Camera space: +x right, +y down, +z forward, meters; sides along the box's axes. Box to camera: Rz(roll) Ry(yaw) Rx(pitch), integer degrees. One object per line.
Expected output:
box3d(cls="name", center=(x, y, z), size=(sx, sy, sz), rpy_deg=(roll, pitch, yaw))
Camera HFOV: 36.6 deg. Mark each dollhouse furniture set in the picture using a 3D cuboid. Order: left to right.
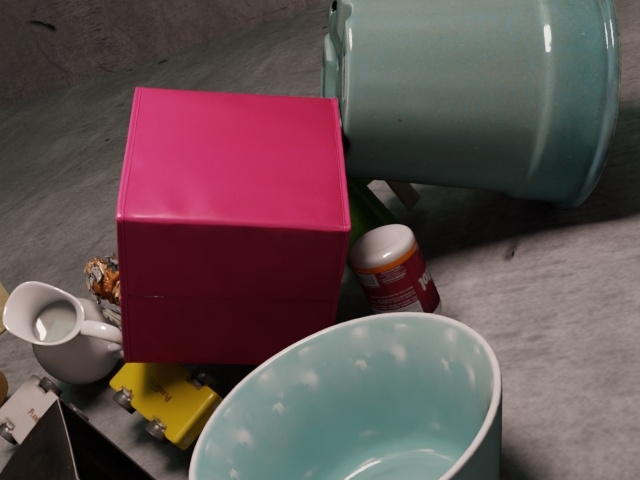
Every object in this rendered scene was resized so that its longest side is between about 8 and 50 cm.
box3d(cls="dollhouse furniture set", center=(0.000, 0.000, 1.519), size=(0.301, 0.151, 0.197), rpy_deg=(-39, 3, 26))

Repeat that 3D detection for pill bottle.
box3d(cls="pill bottle", center=(0.100, 0.063, 1.211), size=(0.086, 0.152, 0.086), rpy_deg=(-20, 26, 10))

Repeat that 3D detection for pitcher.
box3d(cls="pitcher", center=(-0.343, 0.145, 1.413), size=(0.178, 0.207, 0.125), rpy_deg=(17, 70, 12))

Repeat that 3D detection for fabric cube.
box3d(cls="fabric cube", center=(-0.111, -0.015, 1.216), size=(0.258, 0.259, 0.254), rpy_deg=(2, 43, -7))

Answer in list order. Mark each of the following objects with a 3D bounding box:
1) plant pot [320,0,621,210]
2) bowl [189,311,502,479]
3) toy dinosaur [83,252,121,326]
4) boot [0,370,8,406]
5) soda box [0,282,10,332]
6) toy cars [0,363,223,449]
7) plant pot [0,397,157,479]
box3d(cls="plant pot", center=(0.179, -0.210, 1.315), size=(0.334, 0.341, 0.341), rpy_deg=(-1, 25, -8))
box3d(cls="bowl", center=(0.049, 0.226, 0.938), size=(0.312, 0.163, 0.311), rpy_deg=(-21, 26, 11))
box3d(cls="toy dinosaur", center=(-0.179, 0.097, 1.376), size=(0.218, 0.322, 0.164), rpy_deg=(-36, -15, -50))
box3d(cls="boot", center=(-0.636, 0.282, 1.521), size=(0.203, 0.095, 0.262), rpy_deg=(5, 43, 48))
box3d(cls="soda box", center=(-0.628, 0.084, 1.777), size=(0.058, 0.181, 0.061), rpy_deg=(4, 38, 44))
box3d(cls="toy cars", center=(-0.277, 0.238, 1.294), size=(0.394, 0.087, 0.176), rpy_deg=(-17, 42, 25))
box3d(cls="plant pot", center=(-0.269, 0.320, 1.041), size=(0.167, 0.187, 0.188), rpy_deg=(-43, 28, -4))
